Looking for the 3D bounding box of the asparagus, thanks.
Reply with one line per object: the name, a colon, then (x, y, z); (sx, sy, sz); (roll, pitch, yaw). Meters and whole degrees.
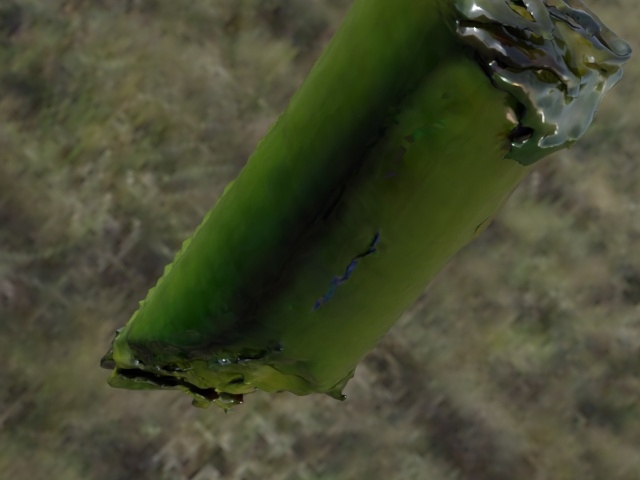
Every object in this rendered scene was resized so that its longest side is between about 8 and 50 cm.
asparagus: (0.000, 0.000, 0.857); (0.128, 0.382, 0.108); (49, 39, 13)
